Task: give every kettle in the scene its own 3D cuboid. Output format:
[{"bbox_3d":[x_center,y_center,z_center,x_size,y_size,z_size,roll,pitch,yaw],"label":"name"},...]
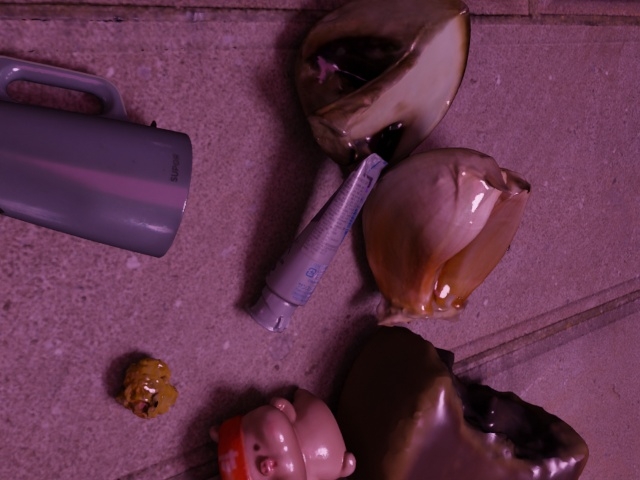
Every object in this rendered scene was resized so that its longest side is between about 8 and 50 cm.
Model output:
[{"bbox_3d":[-0.287,-0.106,0.710,0.243,0.160,0.211,14,70,-28],"label":"kettle"}]

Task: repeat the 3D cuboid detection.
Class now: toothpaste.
[{"bbox_3d":[0.000,0.000,0.892,0.299,0.073,0.114,-55,164,8],"label":"toothpaste"}]

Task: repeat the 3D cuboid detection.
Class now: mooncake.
[{"bbox_3d":[0.227,0.320,1.037,0.393,0.246,0.395,-22,108,-21],"label":"mooncake"}]

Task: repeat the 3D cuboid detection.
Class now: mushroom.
[{"bbox_3d":[0.077,-0.228,0.944,0.292,0.211,0.217,-56,161,-17],"label":"mushroom"}]

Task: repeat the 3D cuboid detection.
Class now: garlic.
[{"bbox_3d":[0.207,-0.016,0.986,0.285,0.249,0.313,11,119,-10],"label":"garlic"}]

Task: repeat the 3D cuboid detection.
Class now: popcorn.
[{"bbox_3d":[-0.244,0.207,0.828,0.084,0.084,0.084,-5,99,-33],"label":"popcorn"}]

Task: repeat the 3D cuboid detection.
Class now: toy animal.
[{"bbox_3d":[-0.063,0.317,0.904,0.197,0.171,0.172,-13,104,-36],"label":"toy animal"}]

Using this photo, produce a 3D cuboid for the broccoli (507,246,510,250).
[{"bbox_3d":[0.326,-0.027,1.154,0.091,0.097,0.095,-30,143,-4],"label":"broccoli"}]
